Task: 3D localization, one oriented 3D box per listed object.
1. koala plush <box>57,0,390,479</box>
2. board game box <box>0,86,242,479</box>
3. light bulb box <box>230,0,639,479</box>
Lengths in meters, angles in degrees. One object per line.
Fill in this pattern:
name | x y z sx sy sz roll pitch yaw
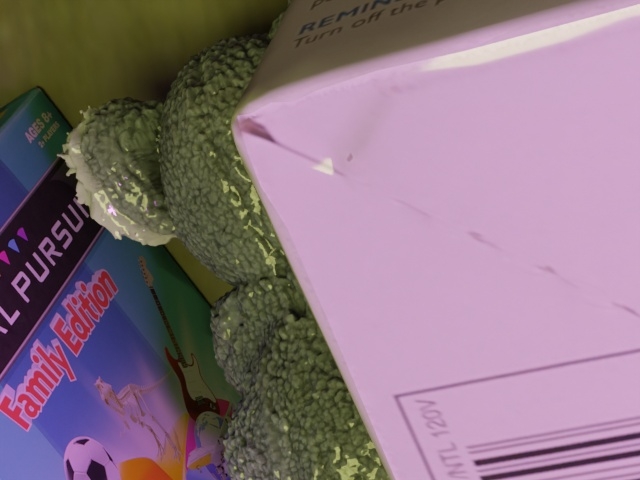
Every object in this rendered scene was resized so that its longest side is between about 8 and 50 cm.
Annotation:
koala plush | 0.000 0.000 0.779 0.196 0.203 0.221 -24 99 26
board game box | -0.105 0.124 0.826 0.079 0.253 0.336 -28 109 26
light bulb box | 0.174 -0.012 0.599 0.225 0.361 0.358 -12 119 22
